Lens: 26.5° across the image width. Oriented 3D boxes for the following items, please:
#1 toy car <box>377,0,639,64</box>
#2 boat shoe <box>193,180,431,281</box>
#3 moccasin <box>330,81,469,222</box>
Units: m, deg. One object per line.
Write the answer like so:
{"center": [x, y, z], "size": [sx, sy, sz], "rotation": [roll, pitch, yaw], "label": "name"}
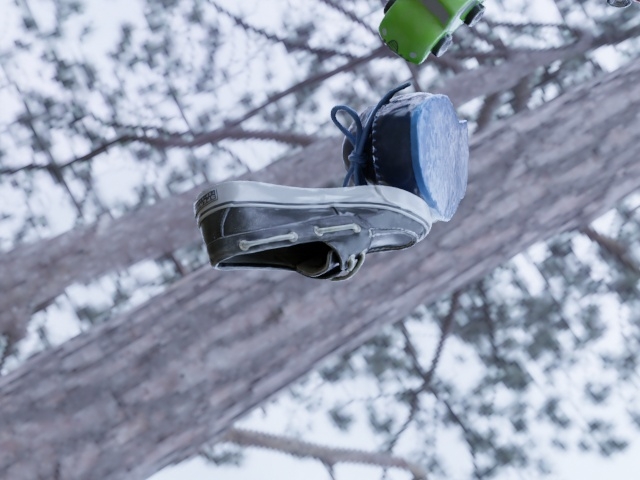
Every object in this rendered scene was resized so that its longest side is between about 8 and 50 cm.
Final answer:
{"center": [0.140, -0.237, 1.135], "size": [0.239, 0.225, 0.053], "rotation": [43, -15, 11], "label": "toy car"}
{"center": [0.000, 0.000, 1.116], "size": [0.078, 0.219, 0.070], "rotation": [-47, -130, 49], "label": "boat shoe"}
{"center": [0.075, -0.071, 1.323], "size": [0.342, 0.117, 0.137], "rotation": [15, 77, -79], "label": "moccasin"}
